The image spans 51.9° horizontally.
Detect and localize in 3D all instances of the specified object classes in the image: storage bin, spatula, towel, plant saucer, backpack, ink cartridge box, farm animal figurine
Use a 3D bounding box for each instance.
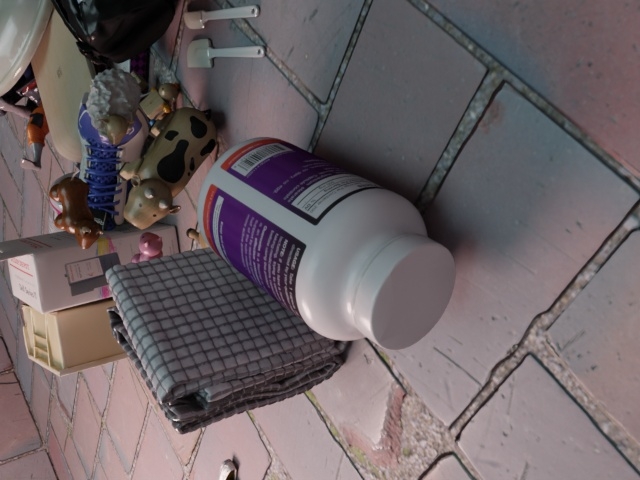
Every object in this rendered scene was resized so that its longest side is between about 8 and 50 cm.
[{"bbox_3d":[-0.466,0.173,1.391,0.260,0.262,0.123,0,99,53],"label":"storage bin"},{"bbox_3d":[-0.163,-0.359,1.033,0.242,0.019,0.168,17,113,50],"label":"spatula"},{"bbox_3d":[-0.135,0.128,0.924,0.235,0.284,0.121,48,136,34],"label":"towel"},{"bbox_3d":[-0.711,-0.518,1.449,0.400,0.101,0.400,-14,69,41],"label":"plant saucer"},{"bbox_3d":[-0.369,-0.496,1.040,0.355,0.273,0.290,51,179,-10],"label":"backpack"},{"bbox_3d":[-0.481,0.048,1.296,0.207,0.354,0.119,10,108,52],"label":"ink cartridge box"},{"bbox_3d":[-0.246,-0.078,1.071,0.172,0.330,0.326,-1,71,56],"label":"farm animal figurine"}]

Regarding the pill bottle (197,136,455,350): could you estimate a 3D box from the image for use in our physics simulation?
[{"bbox_3d":[0.000,0.000,0.792,0.323,0.182,0.181,32,125,44],"label":"pill bottle"}]

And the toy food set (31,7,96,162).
[{"bbox_3d":[-0.500,-0.347,1.372,0.220,0.092,0.306,-31,74,42],"label":"toy food set"}]

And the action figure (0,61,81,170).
[{"bbox_3d":[-0.669,-0.299,1.560,0.330,0.341,0.178,63,-174,29],"label":"action figure"}]

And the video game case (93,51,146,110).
[{"bbox_3d":[-0.419,-0.351,1.352,0.210,0.042,0.232,40,130,40],"label":"video game case"}]

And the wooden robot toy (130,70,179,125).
[{"bbox_3d":[-0.288,-0.260,1.210,0.079,0.076,0.173,-44,60,10],"label":"wooden robot toy"}]

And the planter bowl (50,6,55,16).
[{"bbox_3d":[-0.690,-0.581,1.602,0.217,0.090,0.217,19,115,48],"label":"planter bowl"}]

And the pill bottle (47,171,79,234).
[{"bbox_3d":[-0.551,-0.005,1.535,0.160,0.160,0.283,50,136,32],"label":"pill bottle"}]

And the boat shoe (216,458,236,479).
[{"bbox_3d":[-0.184,0.484,1.308,0.035,0.035,0.100,37,121,45],"label":"boat shoe"}]

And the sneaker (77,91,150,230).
[{"bbox_3d":[-0.415,-0.124,1.285,0.315,0.128,0.182,121,155,-57],"label":"sneaker"}]
